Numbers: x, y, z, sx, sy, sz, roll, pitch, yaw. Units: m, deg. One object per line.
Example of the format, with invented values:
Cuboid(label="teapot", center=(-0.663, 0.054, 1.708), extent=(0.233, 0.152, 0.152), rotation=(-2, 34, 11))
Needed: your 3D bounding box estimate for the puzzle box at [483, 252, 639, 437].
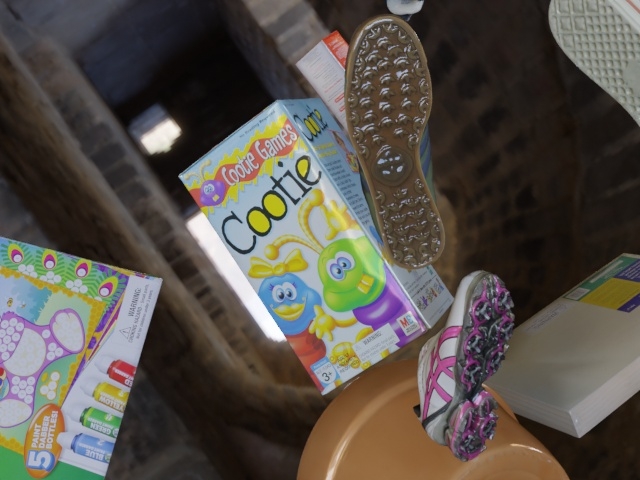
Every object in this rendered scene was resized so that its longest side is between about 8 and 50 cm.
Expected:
Cuboid(label="puzzle box", center=(0.455, 0.151, 1.601), extent=(0.409, 0.052, 0.272), rotation=(-31, -161, -22))

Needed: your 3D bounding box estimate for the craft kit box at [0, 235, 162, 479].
Cuboid(label="craft kit box", center=(-0.282, 0.116, 0.818), extent=(0.061, 0.246, 0.250), rotation=(8, -98, 69))

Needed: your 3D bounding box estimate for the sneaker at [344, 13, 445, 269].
Cuboid(label="sneaker", center=(0.051, -0.079, 0.761), extent=(0.064, 0.192, 0.086), rotation=(-12, -159, -2))

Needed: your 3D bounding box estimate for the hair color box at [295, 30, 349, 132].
Cuboid(label="hair color box", center=(0.036, -0.225, 1.455), extent=(0.072, 0.141, 0.043), rotation=(-32, -173, 47))

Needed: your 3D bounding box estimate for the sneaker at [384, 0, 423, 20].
Cuboid(label="sneaker", center=(0.152, -0.407, 1.523), extent=(0.235, 0.153, 0.094), rotation=(-4, -177, -37))

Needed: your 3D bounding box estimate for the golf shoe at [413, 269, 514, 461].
Cuboid(label="golf shoe", center=(0.117, 0.105, 0.888), extent=(0.067, 0.086, 0.186), rotation=(-17, 125, -38))

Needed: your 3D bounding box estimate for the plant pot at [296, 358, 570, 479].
Cuboid(label="plant pot", center=(0.145, 0.295, 1.111), extent=(0.291, 0.291, 0.203), rotation=(-35, -159, -18))

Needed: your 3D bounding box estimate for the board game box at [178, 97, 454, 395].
Cuboid(label="board game box", center=(0.000, 0.000, 1.079), extent=(0.142, 0.275, 0.144), rotation=(-34, 177, 19))

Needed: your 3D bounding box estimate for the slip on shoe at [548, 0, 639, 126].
Cuboid(label="slip on shoe", center=(0.355, -0.134, 0.941), extent=(0.101, 0.331, 0.123), rotation=(-26, 160, -30))
